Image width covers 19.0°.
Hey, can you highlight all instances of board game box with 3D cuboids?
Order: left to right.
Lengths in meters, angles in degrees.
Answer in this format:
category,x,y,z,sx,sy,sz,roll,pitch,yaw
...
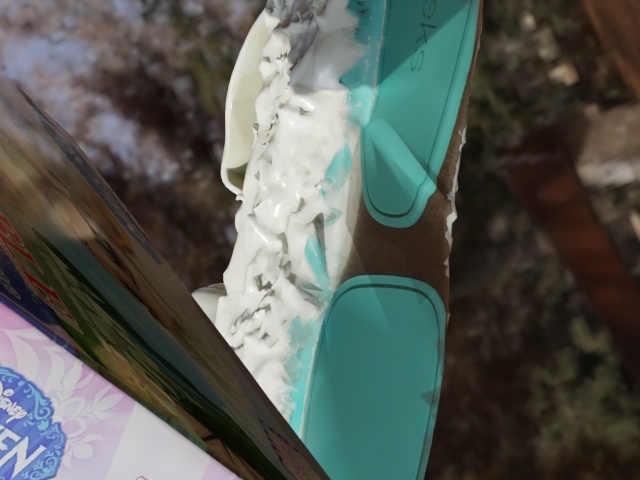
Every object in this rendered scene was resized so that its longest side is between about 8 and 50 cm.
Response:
category,x,y,z,sx,sy,sz,roll,pitch,yaw
board game box,-0.124,-0.003,0.669,0.319,0.066,0.318,50,-178,37

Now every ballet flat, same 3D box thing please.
category,x,y,z,sx,sy,sz,roll,pitch,yaw
ballet flat,0.000,0.000,1.003,0.147,0.147,0.409,26,-106,-75
